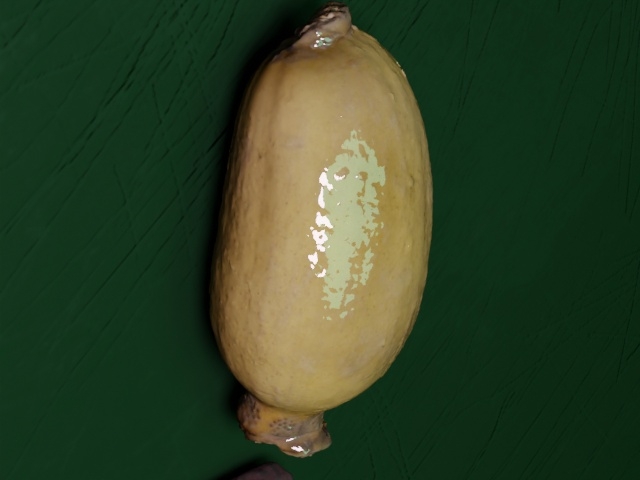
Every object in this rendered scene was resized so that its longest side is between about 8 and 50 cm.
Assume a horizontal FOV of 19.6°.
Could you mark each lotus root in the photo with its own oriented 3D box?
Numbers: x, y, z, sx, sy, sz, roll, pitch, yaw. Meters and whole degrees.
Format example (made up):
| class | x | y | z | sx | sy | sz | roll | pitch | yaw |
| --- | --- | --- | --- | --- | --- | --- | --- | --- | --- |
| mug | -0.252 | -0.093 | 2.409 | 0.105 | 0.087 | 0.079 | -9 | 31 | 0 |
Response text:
| class | x | y | z | sx | sy | sz | roll | pitch | yaw |
| --- | --- | --- | --- | --- | --- | --- | --- | --- | --- |
| lotus root | 0.003 | 0.000 | 1.193 | 0.146 | 0.131 | 0.303 | -9 | 112 | -42 |

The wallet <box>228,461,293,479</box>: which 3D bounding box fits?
| class | x | y | z | sx | sy | sz | roll | pitch | yaw |
| --- | --- | --- | --- | --- | --- | --- | --- | --- | --- |
| wallet | -0.102 | 0.264 | 1.258 | 0.229 | 0.049 | 0.182 | -26 | 123 | -39 |
